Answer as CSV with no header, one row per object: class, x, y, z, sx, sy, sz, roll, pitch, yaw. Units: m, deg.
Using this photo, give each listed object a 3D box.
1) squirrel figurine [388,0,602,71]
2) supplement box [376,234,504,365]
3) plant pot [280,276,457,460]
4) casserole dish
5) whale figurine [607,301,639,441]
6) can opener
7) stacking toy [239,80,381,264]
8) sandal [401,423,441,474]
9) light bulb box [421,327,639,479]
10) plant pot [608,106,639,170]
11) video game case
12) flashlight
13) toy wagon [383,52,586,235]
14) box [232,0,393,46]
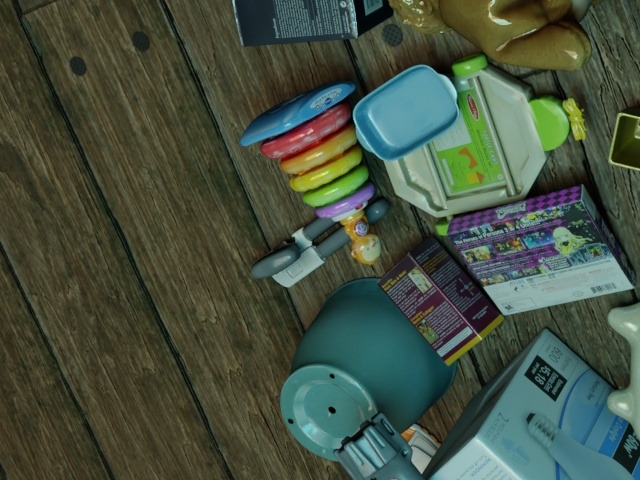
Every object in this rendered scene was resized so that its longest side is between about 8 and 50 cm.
squirrel figurine,0.224,-0.465,1.646,0.397,0.281,0.370,11,131,35
supplement box,0.200,0.100,2.041,0.188,0.081,0.104,50,135,6
plant pot,0.067,0.237,2.088,0.271,0.255,0.272,11,117,22
casserole dish,0.137,-0.201,1.896,0.188,0.037,0.114,-30,98,34
whale figurine,0.553,0.218,1.923,0.216,0.141,0.272,-27,77,10
can opener,0.000,0.000,2.116,0.280,0.093,0.074,-36,93,30
stacking toy,0.021,-0.094,1.984,0.166,0.175,0.302,-13,107,53
sandal,0.204,0.428,2.216,0.265,0.076,0.102,36,124,8
light bulb box,0.376,0.399,1.944,0.361,0.358,0.225,41,127,4
plant pot,0.479,-0.155,1.798,0.081,0.083,0.081,16,119,19
video game case,0.349,0.021,1.926,0.232,0.042,0.210,-16,130,32
flashlight,0.139,0.408,1.798,0.304,0.103,0.103,50,129,-1
toy wagon,0.258,-0.158,1.920,0.344,0.068,0.267,-12,107,30
box,-0.012,-0.376,1.901,0.207,0.153,0.108,0,113,26
